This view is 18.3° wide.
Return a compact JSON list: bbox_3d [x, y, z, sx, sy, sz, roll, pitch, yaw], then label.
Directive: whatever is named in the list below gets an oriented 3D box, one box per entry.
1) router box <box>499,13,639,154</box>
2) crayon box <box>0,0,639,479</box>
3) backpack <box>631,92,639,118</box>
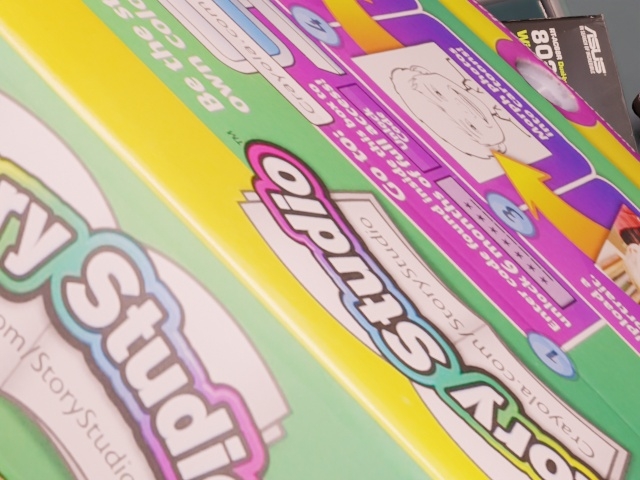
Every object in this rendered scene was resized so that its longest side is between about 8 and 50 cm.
[{"bbox_3d":[0.085,-0.031,0.835,0.092,0.038,0.122,-6,75,-21],"label":"router box"},{"bbox_3d":[0.000,0.000,0.634,0.363,0.106,0.313,45,24,12],"label":"crayon box"},{"bbox_3d":[0.243,-0.030,0.847,0.152,0.115,0.182,-32,88,-27],"label":"backpack"}]
